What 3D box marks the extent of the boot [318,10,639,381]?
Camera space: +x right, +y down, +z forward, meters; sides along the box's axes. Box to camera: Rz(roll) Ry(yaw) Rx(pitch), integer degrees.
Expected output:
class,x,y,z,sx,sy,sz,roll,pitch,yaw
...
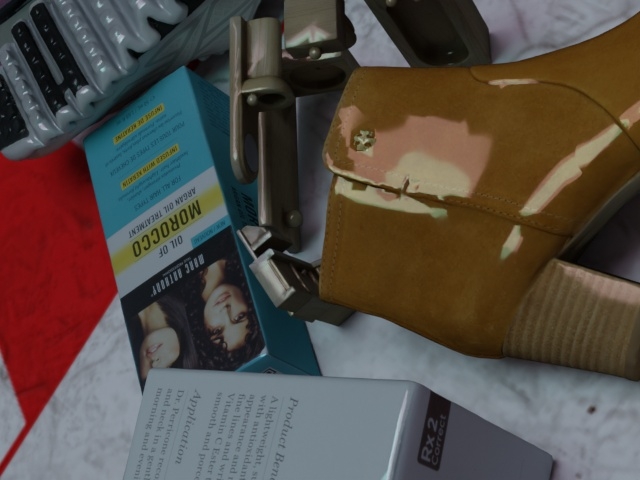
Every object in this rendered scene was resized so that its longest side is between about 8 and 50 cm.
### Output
class,x,y,z,sx,sy,sz,roll,pitch,yaw
boot,0.118,-0.079,0.899,0.211,0.104,0.295,18,88,22

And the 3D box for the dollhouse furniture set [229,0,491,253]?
class,x,y,z,sx,sy,sz,roll,pitch,yaw
dollhouse furniture set,0.024,-0.081,0.991,0.151,0.144,0.123,-8,69,18

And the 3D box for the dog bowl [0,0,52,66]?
class,x,y,z,sx,sy,sz,roll,pitch,yaw
dog bowl,-0.250,-0.299,1.278,0.408,0.150,0.408,-16,61,31

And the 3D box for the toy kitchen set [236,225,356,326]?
class,x,y,z,sx,sy,sz,roll,pitch,yaw
toy kitchen set,0.000,0.000,0.983,0.075,0.083,0.068,-42,65,14

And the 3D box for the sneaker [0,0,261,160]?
class,x,y,z,sx,sy,sz,roll,pitch,yaw
sneaker,-0.119,-0.150,1.133,0.292,0.118,0.110,-39,57,20

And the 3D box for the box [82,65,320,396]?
class,x,y,z,sx,sy,sz,roll,pitch,yaw
box,-0.084,0.009,1.067,0.100,0.060,0.244,-34,53,20

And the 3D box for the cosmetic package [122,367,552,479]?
class,x,y,z,sx,sy,sz,roll,pitch,yaw
cosmetic package,0.002,0.162,0.869,0.183,0.151,0.151,1,70,38
